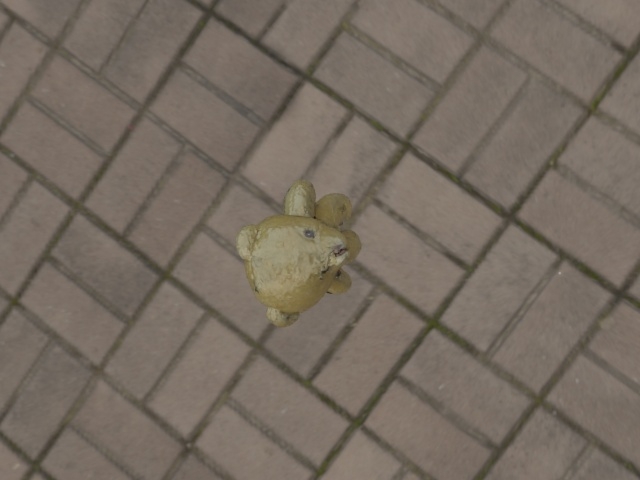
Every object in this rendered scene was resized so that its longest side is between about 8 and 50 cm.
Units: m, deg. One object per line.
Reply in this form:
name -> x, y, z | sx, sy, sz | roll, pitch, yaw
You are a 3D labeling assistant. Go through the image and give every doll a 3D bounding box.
doll -> -0.008, 0.003, 0.487 | 0.051, 0.093, 0.062 | -20, 98, 9
